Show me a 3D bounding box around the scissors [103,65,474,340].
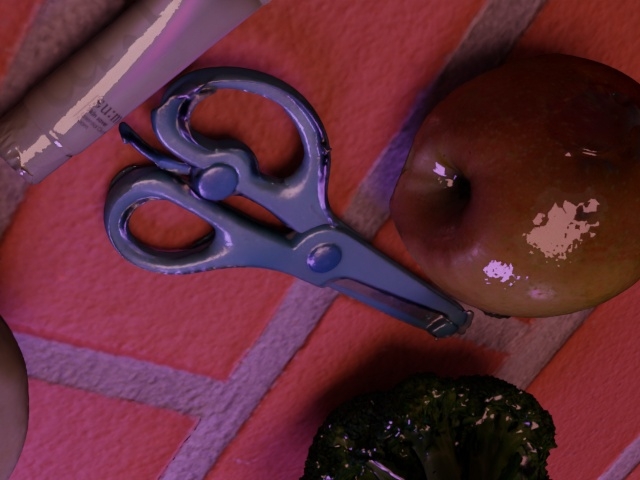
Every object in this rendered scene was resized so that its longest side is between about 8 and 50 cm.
[{"bbox_3d":[0.000,0.000,0.704,0.393,0.032,0.180,30,114,-37],"label":"scissors"}]

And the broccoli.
[{"bbox_3d":[0.102,0.266,0.786,0.298,0.297,0.297,-1,97,-8],"label":"broccoli"}]

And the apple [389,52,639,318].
[{"bbox_3d":[0.172,-0.036,0.669,0.188,0.174,0.207,-15,116,-38],"label":"apple"}]

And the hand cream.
[{"bbox_3d":[-0.121,-0.116,0.558,0.205,0.050,0.078,-39,150,2],"label":"hand cream"}]

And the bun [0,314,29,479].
[{"bbox_3d":[-0.336,0.111,0.547,0.283,0.179,0.283,-33,143,-30],"label":"bun"}]
